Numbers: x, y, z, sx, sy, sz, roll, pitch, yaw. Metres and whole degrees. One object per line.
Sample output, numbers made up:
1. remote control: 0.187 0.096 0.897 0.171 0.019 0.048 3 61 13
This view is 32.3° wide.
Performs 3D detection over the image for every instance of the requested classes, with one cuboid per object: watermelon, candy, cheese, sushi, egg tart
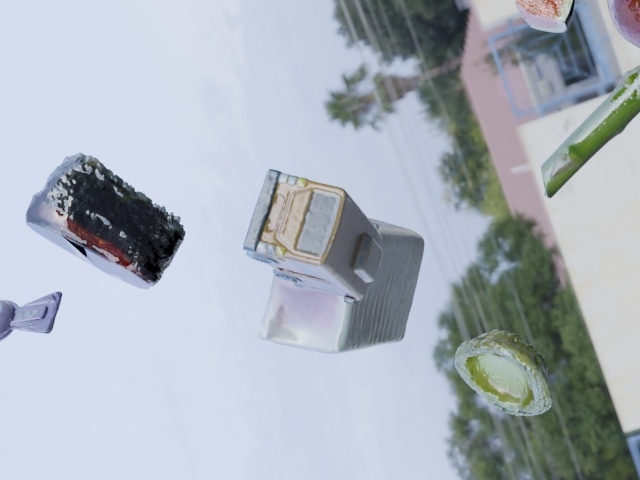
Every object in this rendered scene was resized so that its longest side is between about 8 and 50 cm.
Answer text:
1. watermelon: 0.361 -0.382 1.809 0.135 0.094 0.125 118 145 -66
2. candy: 0.043 0.062 1.725 0.359 0.145 0.208 8 -87 -69
3. cheese: -0.499 0.124 1.724 0.105 0.191 0.042 -90 -13 -51
4. sushi: -0.315 -0.029 1.633 0.225 0.126 0.136 30 163 -6
5. egg tart: 0.325 0.222 1.902 0.078 0.197 0.197 -51 -46 -25

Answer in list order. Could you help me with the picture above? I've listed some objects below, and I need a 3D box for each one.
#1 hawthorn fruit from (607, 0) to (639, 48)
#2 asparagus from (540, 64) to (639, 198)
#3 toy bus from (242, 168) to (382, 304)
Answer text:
1. hawthorn fruit: 0.641 -0.443 1.946 0.307 0.265 0.265 18 -127 -58
2. asparagus: 0.472 -0.187 1.898 0.067 0.278 0.060 29 -159 -51
3. toy bus: 0.000 0.000 1.120 0.182 0.103 0.091 44 -119 -69
